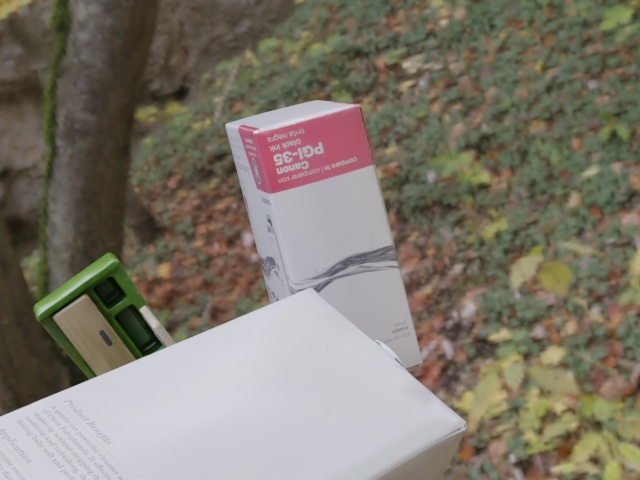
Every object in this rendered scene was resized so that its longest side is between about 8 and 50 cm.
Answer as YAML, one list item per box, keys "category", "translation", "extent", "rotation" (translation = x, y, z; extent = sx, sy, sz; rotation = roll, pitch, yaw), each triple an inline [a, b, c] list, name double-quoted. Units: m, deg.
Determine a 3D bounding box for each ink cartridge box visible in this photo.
- category: "ink cartridge box"
  translation: [0.000, 0.000, 1.268]
  extent: [0.117, 0.283, 0.207]
  rotation: [-16, 11, -11]

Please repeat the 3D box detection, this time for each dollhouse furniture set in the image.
- category: "dollhouse furniture set"
  translation: [-0.261, 0.178, 1.115]
  extent: [0.301, 0.151, 0.197]
  rotation: [-36, 24, -9]

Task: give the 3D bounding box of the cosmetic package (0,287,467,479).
- category: "cosmetic package"
  translation: [-0.087, 0.194, 0.905]
  extent: [0.365, 0.155, 0.197]
  rotation: [-18, 48, -42]
